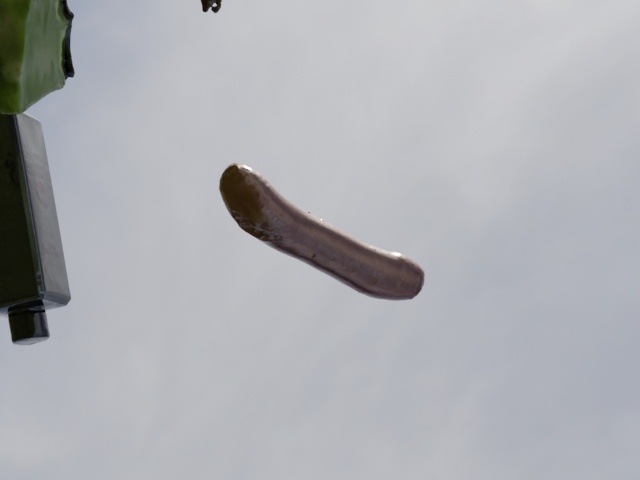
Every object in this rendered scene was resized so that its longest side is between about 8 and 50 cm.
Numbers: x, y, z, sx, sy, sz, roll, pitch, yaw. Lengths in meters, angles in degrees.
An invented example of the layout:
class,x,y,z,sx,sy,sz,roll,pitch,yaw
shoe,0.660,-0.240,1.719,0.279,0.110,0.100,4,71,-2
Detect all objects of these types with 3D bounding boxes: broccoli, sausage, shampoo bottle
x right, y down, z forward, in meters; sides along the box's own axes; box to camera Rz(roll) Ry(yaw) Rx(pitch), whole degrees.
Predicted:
class,x,y,z,sx,sy,sz,roll,pitch,yaw
broccoli,-0.311,-0.306,1.558,0.221,0.252,0.361,-69,-175,-57
sausage,0.000,0.000,1.204,0.043,0.186,0.043,-36,-141,36
shampoo bottle,-0.322,-0.013,1.742,0.079,0.080,0.246,-14,-102,15

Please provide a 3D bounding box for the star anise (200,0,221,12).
class,x,y,z,sx,sy,sz,roll,pitch,yaw
star anise,-0.104,-0.360,1.672,0.346,0.148,0.237,28,62,-88
